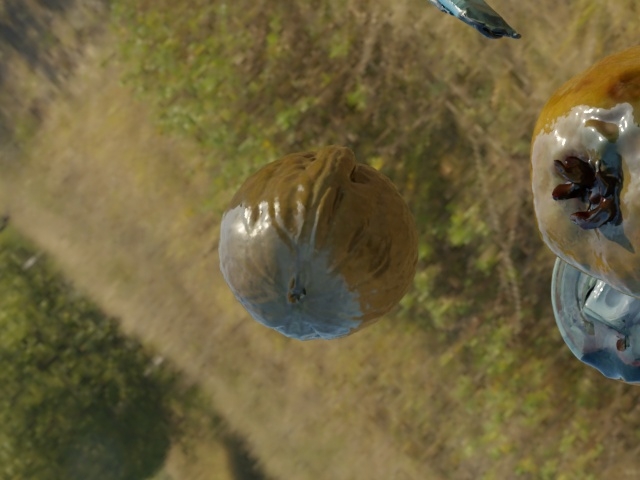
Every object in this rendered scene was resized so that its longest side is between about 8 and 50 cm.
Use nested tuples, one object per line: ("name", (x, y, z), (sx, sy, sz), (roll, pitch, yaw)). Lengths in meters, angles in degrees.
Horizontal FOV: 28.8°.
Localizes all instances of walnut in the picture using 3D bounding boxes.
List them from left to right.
("walnut", (0.000, 0.000, 1.913), (0.333, 0.333, 0.333), (44, 171, 9))

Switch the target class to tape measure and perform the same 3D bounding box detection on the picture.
("tape measure", (0.439, 0.059, 1.678), (0.147, 0.275, 0.256), (5, -163, -42))

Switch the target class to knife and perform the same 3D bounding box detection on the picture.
("knife", (0.094, -0.259, 1.178), (0.296, 0.044, 0.026), (53, 140, 45))

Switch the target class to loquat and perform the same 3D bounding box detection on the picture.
("loquat", (0.238, -0.044, 0.829), (0.234, 0.176, 0.187), (2, -171, -37))
